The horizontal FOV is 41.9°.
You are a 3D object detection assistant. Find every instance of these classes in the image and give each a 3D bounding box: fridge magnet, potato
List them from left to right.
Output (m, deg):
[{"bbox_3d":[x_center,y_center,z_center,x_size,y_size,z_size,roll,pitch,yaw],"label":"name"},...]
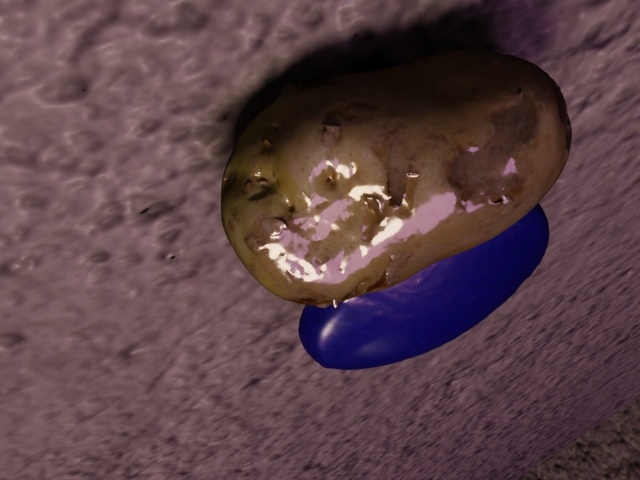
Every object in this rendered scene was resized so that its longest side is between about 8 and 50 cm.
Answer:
[{"bbox_3d":[0.055,-0.047,0.602,0.262,0.165,0.165,-17,150,-11],"label":"potato"},{"bbox_3d":[0.099,0.037,0.812,0.265,0.113,0.265,-20,151,-11],"label":"fridge magnet"}]
